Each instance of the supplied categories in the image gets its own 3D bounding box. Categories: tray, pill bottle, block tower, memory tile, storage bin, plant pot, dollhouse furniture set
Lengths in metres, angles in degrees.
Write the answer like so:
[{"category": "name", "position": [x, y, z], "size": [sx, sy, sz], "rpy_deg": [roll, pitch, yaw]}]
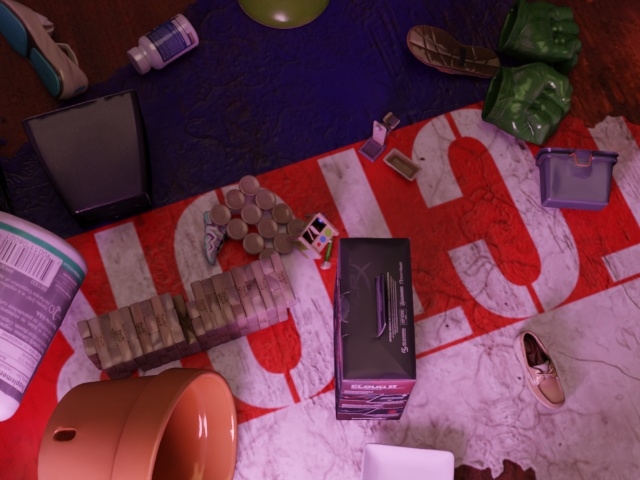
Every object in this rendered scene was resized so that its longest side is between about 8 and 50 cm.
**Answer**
[{"category": "tray", "position": [0.126, 0.450, 1.585], "size": [0.145, 0.030, 0.270], "rpy_deg": [5, 69, 2]}, {"category": "pill bottle", "position": [-0.284, -0.350, 1.872], "size": [0.120, 0.067, 0.067], "rpy_deg": [-36, 73, -14]}, {"category": "block tower", "position": [-0.208, 0.127, 1.674], "size": [0.336, 0.097, 0.090], "rpy_deg": [-19, 70, -7]}, {"category": "memory tile", "position": [-0.103, -0.031, 1.756], "size": [0.148, 0.012, 0.113], "rpy_deg": [42, 68, -2]}, {"category": "pill bottle", "position": [-0.524, 0.150, 1.597], "size": [0.204, 0.204, 0.361], "rpy_deg": [21, 70, 7]}, {"category": "storage bin", "position": [0.438, -0.103, 1.782], "size": [0.135, 0.098, 0.091], "rpy_deg": [3, 79, 0]}, {"category": "plant pot", "position": [-0.368, -0.123, 1.731], "size": [0.188, 0.188, 0.166], "rpy_deg": [-17, 83, -8]}, {"category": "dollhouse furniture set", "position": [0.138, -0.170, 1.802], "size": [0.114, 0.081, 0.091], "rpy_deg": [39, 73, 13]}, {"category": "plant pot", "position": [-0.270, 0.320, 1.512], "size": [0.204, 0.291, 0.290], "rpy_deg": [5, 68, 18]}]

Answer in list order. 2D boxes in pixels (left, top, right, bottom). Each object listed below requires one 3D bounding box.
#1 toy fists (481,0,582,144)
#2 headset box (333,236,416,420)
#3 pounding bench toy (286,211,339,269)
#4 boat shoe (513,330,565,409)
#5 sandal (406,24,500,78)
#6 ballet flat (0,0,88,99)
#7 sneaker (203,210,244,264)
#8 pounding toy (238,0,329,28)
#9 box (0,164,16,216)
[{"category": "toy fists", "position": [0.387, -0.303, 1.849], "size": [0.142, 0.096, 0.279], "rpy_deg": [20, 67, -10]}, {"category": "headset box", "position": [0.077, 0.136, 1.567], "size": [0.110, 0.293, 0.218], "rpy_deg": [0, 68, -1]}, {"category": "pounding bench toy", "position": [0.000, 0.000, 1.747], "size": [0.083, 0.052, 0.065], "rpy_deg": [45, 70, -19]}, {"category": "boat shoe", "position": [0.353, 0.207, 1.677], "size": [0.050, 0.045, 0.135], "rpy_deg": [-24, 71, -10]}, {"category": "sandal", "position": [0.237, -0.333, 1.891], "size": [0.180, 0.049, 0.072], "rpy_deg": [16, 74, -10]}, {"category": "ballet flat", "position": [-0.500, -0.351, 1.871], "size": [0.086, 0.086, 0.248], "rpy_deg": [-34, 74, -13]}, {"category": "sneaker", "position": [-0.161, -0.007, 1.755], "size": [0.069, 0.038, 0.098], "rpy_deg": [-4, 69, -2]}, {"category": "pounding toy", "position": [-0.076, -0.518, 1.920], "size": [0.183, 0.110, 0.236], "rpy_deg": [-18, 70, -8]}, {"category": "box", "position": [-0.558, -0.118, 1.710], "size": [0.045, 0.190, 0.184], "rpy_deg": [-18, 69, -6]}]
